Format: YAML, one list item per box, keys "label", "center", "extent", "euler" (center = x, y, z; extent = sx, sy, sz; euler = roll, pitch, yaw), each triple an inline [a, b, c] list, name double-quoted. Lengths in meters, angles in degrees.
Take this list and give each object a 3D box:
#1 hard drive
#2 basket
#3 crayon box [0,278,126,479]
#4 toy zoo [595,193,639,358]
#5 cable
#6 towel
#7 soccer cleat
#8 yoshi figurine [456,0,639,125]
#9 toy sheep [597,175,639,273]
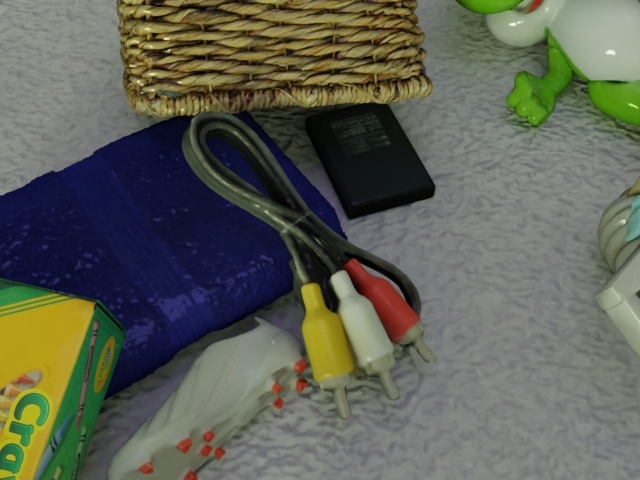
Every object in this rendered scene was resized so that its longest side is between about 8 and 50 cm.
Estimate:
- label: "hard drive"
  center: [0.050, -0.088, 0.889]
  extent: [0.094, 0.022, 0.135]
  euler: [-15, 53, -12]
- label: "basket"
  center: [-0.061, -0.216, 0.899]
  extent: [0.299, 0.213, 0.223]
  euler: [-8, 83, -14]
- label: "crayon box"
  center: [-0.266, 0.165, 0.604]
  extent: [0.165, 0.081, 0.279]
  euler: [11, 69, 9]
- label: "toy zoo"
  center: [0.352, 0.078, 0.691]
  extent: [0.192, 0.030, 0.293]
  euler: [-29, 79, -22]
- label: "cable"
  center: [0.000, 0.000, 0.727]
  extent: [0.139, 0.072, 0.287]
  euler: [-27, 87, -31]
- label: "towel"
  center: [-0.154, 0.006, 0.788]
  extent: [0.308, 0.076, 0.228]
  euler: [-30, 65, -22]
- label: "soccer cleat"
  center: [-0.095, 0.133, 0.691]
  extent: [0.196, 0.068, 0.076]
  euler: [-33, 53, -32]
- label: "yoshi figurine"
  center: [0.265, -0.244, 0.913]
  extent: [0.203, 0.203, 0.362]
  euler: [-41, 59, -20]
- label: "toy sheep"
  center: [0.299, -0.001, 0.782]
  extent: [0.091, 0.091, 0.132]
  euler: [5, 43, 3]
